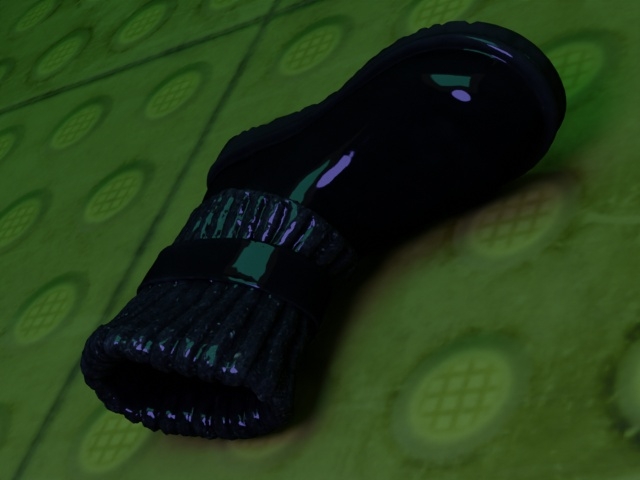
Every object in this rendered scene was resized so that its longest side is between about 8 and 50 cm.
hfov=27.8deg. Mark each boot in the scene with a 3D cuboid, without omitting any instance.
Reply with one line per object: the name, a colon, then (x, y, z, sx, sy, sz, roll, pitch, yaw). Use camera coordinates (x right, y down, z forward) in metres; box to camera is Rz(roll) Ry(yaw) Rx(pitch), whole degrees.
boot: (0.002, 0.003, 0.918, 0.348, 0.131, 0.260, -25, 25, 41)
